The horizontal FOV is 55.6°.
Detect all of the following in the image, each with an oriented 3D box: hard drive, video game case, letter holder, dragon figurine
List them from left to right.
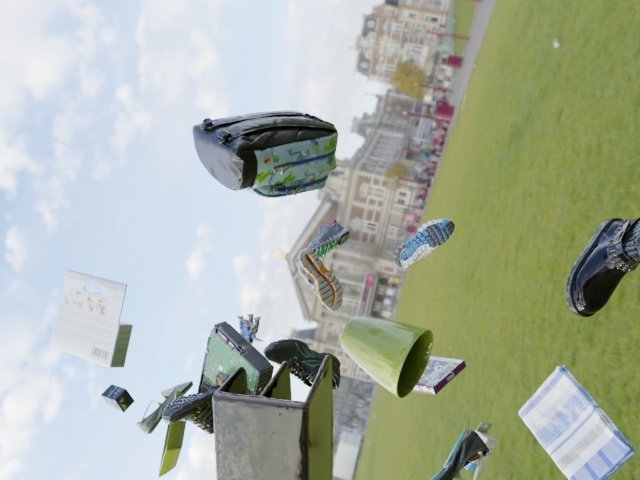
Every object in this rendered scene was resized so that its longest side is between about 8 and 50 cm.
[{"bbox_3d":[-0.260,0.437,1.784,0.064,0.237,0.338,-15,-50,-44],"label":"hard drive"},{"bbox_3d":[-0.281,0.378,2.447,0.289,0.085,0.143,-177,79,-65],"label":"dragon figurine"},{"bbox_3d":[-0.067,0.359,1.035,0.214,0.152,0.301,-45,-44,-71],"label":"letter holder"},{"bbox_3d":[0.474,0.574,2.602,0.232,0.210,0.041,-28,-76,-37],"label":"video game case"}]

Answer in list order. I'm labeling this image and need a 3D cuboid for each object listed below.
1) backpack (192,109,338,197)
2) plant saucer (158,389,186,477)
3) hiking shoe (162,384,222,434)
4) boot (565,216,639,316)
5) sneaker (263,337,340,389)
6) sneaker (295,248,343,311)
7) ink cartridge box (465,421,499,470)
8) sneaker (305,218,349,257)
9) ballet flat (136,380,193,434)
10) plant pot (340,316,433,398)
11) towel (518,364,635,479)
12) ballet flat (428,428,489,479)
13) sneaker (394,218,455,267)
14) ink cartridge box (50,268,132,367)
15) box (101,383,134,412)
[{"bbox_3d":[-0.121,-0.243,1.663,0.356,0.290,0.273,-28,-54,-25],"label":"backpack"},{"bbox_3d":[-0.420,0.560,1.749,0.188,0.045,0.188,-90,17,-45],"label":"plant saucer"},{"bbox_3d":[-0.298,0.447,1.554,0.227,0.086,0.114,-6,-92,-48],"label":"hiking shoe"},{"bbox_3d":[0.871,0.069,1.752,0.347,0.131,0.260,-64,11,-6],"label":"boot"},{"bbox_3d":[-0.047,0.376,1.838,0.101,0.268,0.106,-55,28,30],"label":"sneaker"},{"bbox_3d":[-0.005,0.123,1.876,0.084,0.214,0.083,-31,1,-27],"label":"sneaker"},{"bbox_3d":[0.614,0.791,2.324,0.104,0.062,0.181,26,-84,-46],"label":"ink cartridge box"},{"bbox_3d":[0.000,0.000,2.280,0.224,0.098,0.083,-28,-29,-31],"label":"sneaker"},{"bbox_3d":[-0.492,0.510,1.908,0.213,0.068,0.072,-49,-4,-28],"label":"ballet flat"},{"bbox_3d":[0.232,0.408,2.302,0.275,0.294,0.274,-37,-41,-42],"label":"plant pot"},{"bbox_3d":[0.669,0.504,1.618,0.209,0.034,0.285,-59,39,25],"label":"towel"},{"bbox_3d":[0.328,0.589,1.506,0.280,0.096,0.095,-40,-26,-29],"label":"ballet flat"},{"bbox_3d":[0.283,0.001,1.612,0.191,0.071,0.083,-38,-16,33],"label":"sneaker"},{"bbox_3d":[-0.664,0.225,1.781,0.060,0.275,0.238,19,-98,-59],"label":"ink cartridge box"},{"bbox_3d":[-0.661,0.514,1.977,0.052,0.083,0.062,-49,-51,-38],"label":"box"}]
